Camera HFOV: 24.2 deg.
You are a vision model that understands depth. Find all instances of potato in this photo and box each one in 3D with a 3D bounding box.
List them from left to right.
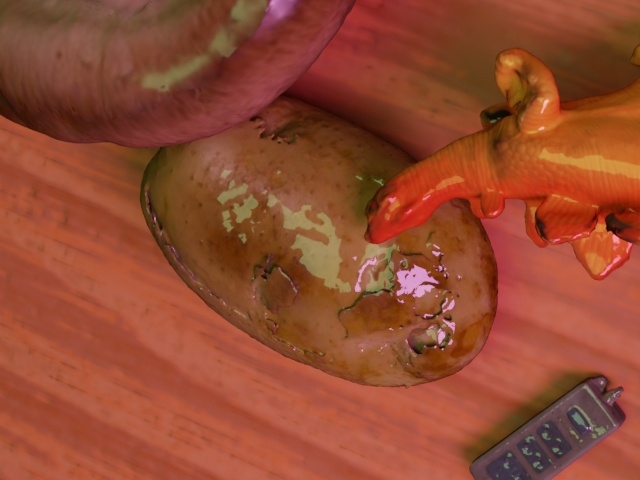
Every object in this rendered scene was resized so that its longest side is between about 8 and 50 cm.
[{"bbox_3d":[0.000,0.000,0.657,0.170,0.080,0.107,36,95,17],"label":"potato"}]

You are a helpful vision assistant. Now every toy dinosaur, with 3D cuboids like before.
[{"bbox_3d":[0.153,-0.039,0.569,0.288,0.070,0.117,-20,69,10],"label":"toy dinosaur"}]

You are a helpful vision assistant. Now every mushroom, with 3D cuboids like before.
[{"bbox_3d":[-0.080,-0.174,0.631,0.278,0.146,0.278,1,92,35],"label":"mushroom"}]

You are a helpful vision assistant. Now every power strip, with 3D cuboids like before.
[{"bbox_3d":[0.101,0.088,0.658,0.083,0.017,0.027,-43,81,25],"label":"power strip"}]
